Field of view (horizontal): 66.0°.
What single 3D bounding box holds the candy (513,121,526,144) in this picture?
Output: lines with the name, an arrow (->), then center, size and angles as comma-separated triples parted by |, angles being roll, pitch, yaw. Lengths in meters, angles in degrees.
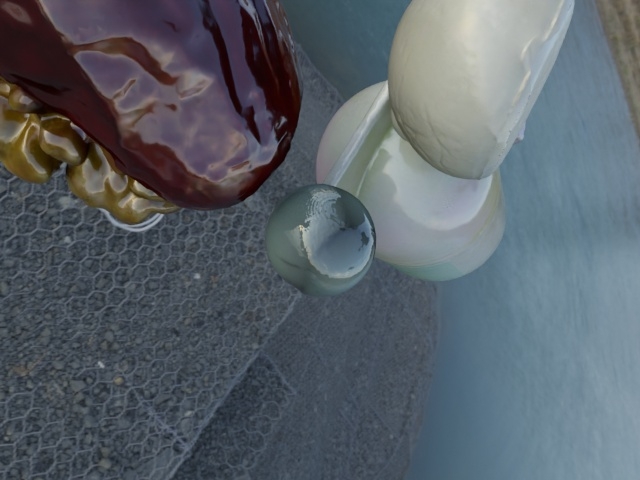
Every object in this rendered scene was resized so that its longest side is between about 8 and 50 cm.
candy -> 0.297, -0.272, 0.962 | 0.195, 0.137, 0.185 | 0, 83, -45

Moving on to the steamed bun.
steamed bun -> 0.130, -0.150, 0.438 | 0.177, 0.130, 0.228 | -68, 165, 12

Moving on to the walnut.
walnut -> -0.135, -0.128, 0.375 | 0.244, 0.221, 0.269 | -46, 122, -12

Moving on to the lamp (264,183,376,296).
lamp -> 0.000, 0.000, 0.458 | 0.105, 0.105, 0.105 | 20, 63, -46

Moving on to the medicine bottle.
medicine bottle -> 0.127, -0.082, 0.690 | 0.406, 0.235, 0.236 | 28, 56, -63
